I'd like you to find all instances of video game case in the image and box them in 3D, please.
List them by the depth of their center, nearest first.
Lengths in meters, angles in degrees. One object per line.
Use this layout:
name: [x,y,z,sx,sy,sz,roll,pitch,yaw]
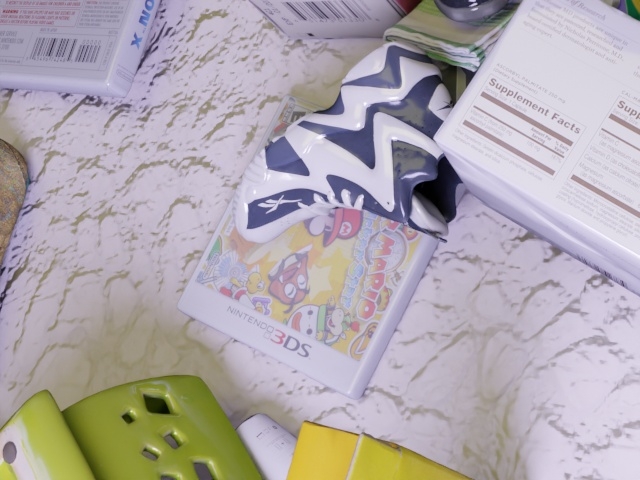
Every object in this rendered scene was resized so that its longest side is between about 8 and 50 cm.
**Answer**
video game case: [0.000,0.000,1.297,0.206,0.026,0.227,24,84,32]
video game case: [-0.278,-0.299,1.521,0.329,0.036,0.300,8,76,38]

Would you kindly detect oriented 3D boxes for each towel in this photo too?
towel: [0.139,-0.210,1.259,0.113,0.023,0.152,24,60,42]

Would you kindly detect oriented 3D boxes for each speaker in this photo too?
speaker: [-0.016,0.202,1.214,0.136,0.055,0.055,34,89,32]

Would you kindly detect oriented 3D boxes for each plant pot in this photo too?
plant pot: [-0.184,0.254,1.166,0.228,0.207,0.227,-48,57,24]

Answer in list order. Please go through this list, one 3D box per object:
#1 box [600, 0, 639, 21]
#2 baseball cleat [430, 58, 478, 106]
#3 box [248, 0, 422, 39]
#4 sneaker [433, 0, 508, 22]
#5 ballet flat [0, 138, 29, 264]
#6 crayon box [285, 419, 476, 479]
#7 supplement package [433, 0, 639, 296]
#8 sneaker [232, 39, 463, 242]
box: [0.211,-0.246,1.182,0.105,0.043,0.179,-17,76,50]
baseball cleat: [0.140,-0.125,1.244,0.206,0.072,0.109,34,87,30]
box: [0.028,-0.315,1.338,0.149,0.127,0.232,2,74,29]
sneaker: [0.122,-0.296,1.247,0.087,0.130,0.227,-7,52,22]
ballet flat: [-0.377,0.054,1.421,0.123,0.123,0.348,4,74,29]
crayon box: [0.040,0.247,1.013,0.081,0.318,0.202,11,77,30]
supplement package: [0.243,-0.046,1.050,0.262,0.204,0.145,33,89,17]
sneaker: [0.036,-0.037,1.219,0.235,0.094,0.153,-41,69,20]
